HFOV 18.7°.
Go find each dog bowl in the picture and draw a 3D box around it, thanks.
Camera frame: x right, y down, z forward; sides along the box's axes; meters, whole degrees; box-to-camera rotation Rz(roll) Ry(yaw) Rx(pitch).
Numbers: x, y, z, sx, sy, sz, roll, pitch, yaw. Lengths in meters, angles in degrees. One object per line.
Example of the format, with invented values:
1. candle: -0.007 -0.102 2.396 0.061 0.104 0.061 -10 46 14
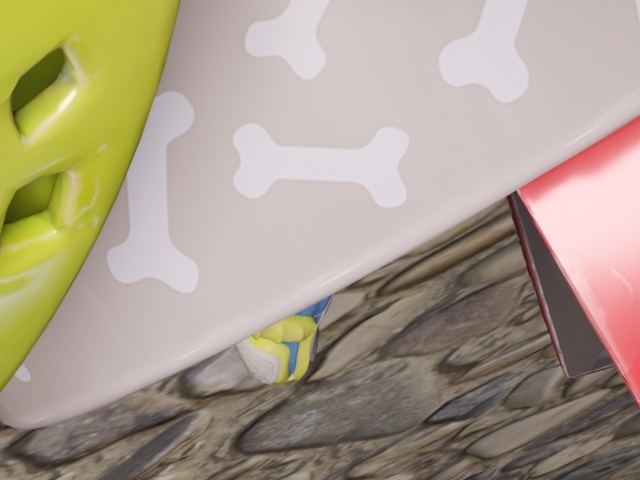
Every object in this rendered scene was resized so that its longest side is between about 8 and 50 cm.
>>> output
1. dog bowl: 0.010 -0.059 0.616 0.349 0.102 0.349 -29 -176 2

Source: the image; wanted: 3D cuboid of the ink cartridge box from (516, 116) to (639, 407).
1. ink cartridge box: 0.135 -0.025 0.589 0.134 0.078 0.231 -30 -176 9

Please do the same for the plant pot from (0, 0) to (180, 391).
1. plant pot: -0.140 -0.098 0.335 0.227 0.228 0.207 -1 144 -50

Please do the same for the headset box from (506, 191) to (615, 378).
1. headset box: 0.187 -0.043 0.849 0.218 0.110 0.293 -17 -172 7

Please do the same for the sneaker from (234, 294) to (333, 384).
1. sneaker: 0.000 0.000 0.983 0.126 0.091 0.240 -25 161 -1
